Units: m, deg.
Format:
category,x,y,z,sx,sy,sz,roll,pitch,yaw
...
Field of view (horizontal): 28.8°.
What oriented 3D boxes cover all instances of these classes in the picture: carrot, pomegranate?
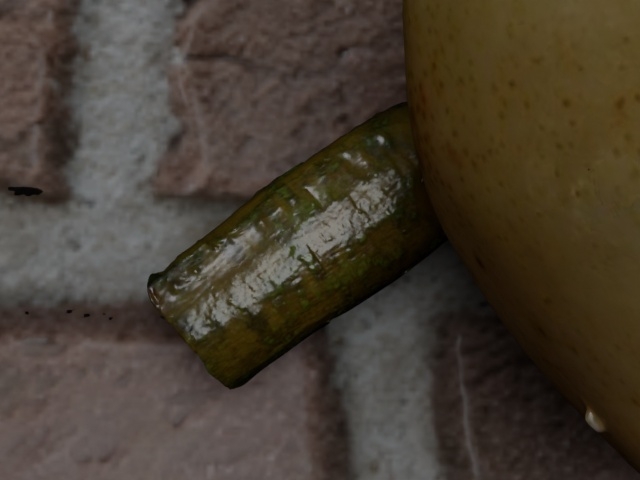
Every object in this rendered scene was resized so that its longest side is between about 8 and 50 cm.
category,x,y,z,sx,sy,sz,roll,pitch,yaw
carrot,0.000,0.000,0.634,0.173,0.082,0.082,-34,87,-4
pomegranate,0.238,-0.068,0.517,0.417,0.416,0.416,1,81,-8
